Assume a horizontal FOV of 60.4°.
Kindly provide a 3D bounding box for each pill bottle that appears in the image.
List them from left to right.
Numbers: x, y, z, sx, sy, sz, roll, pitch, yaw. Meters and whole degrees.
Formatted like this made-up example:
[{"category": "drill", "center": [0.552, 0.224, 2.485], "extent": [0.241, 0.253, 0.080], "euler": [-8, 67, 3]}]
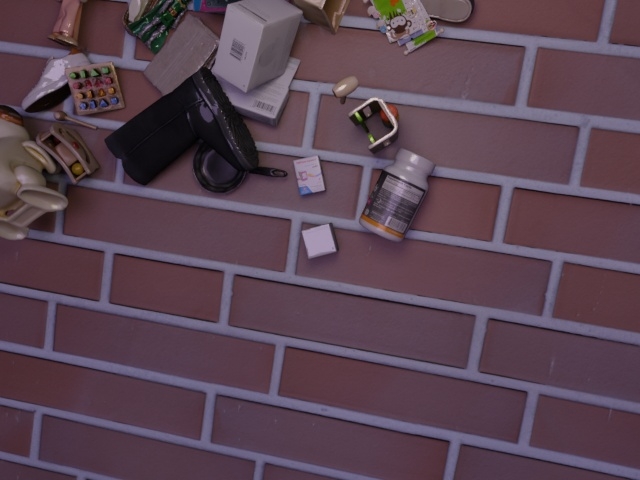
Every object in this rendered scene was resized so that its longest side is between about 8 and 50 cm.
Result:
[{"category": "pill bottle", "center": [0.251, -0.146, 1.777], "extent": [0.162, 0.162, 0.278], "euler": [26, 98, 5]}]

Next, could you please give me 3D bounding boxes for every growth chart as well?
[{"category": "growth chart", "center": [0.257, -0.710, 1.746], "extent": [0.172, 0.021, 0.237], "euler": [-30, 107, 36]}]

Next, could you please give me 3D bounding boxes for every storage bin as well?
[{"category": "storage bin", "center": [0.027, -0.816, 1.694], "extent": [0.123, 0.262, 0.260], "euler": [26, 99, 7]}]

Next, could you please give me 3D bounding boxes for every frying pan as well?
[{"category": "frying pan", "center": [-0.286, -0.276, 1.896], "extent": [0.327, 0.053, 0.197], "euler": [-14, 93, 10]}]

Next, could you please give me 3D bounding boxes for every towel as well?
[{"category": "towel", "center": [-0.468, -0.617, 1.876], "extent": [0.282, 0.049, 0.187], "euler": [-46, 71, 11]}]

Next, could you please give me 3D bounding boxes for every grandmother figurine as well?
[{"category": "grandmother figurine", "center": [-0.848, -0.848, 1.896], "extent": [0.208, 0.104, 0.342], "euler": [19, 93, 27]}]

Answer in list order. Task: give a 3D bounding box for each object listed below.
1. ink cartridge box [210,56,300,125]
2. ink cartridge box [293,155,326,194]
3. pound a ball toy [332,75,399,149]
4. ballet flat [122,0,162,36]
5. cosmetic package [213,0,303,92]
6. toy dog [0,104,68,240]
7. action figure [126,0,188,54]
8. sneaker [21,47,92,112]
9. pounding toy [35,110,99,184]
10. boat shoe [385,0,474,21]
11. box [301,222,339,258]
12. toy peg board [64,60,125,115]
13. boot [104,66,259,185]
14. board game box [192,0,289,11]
[{"category": "ink cartridge box", "center": [-0.233, -0.541, 1.863], "extent": [0.275, 0.060, 0.238], "euler": [20, 73, 6]}, {"category": "ink cartridge box", "center": [-0.036, -0.221, 1.866], "extent": [0.089, 0.052, 0.122], "euler": [-11, 93, 9]}, {"category": "pound a ball toy", "center": [0.158, -0.393, 1.686], "extent": [0.136, 0.319, 0.208], "euler": [-32, 90, 10]}, {"category": "ballet flat", "center": [-0.575, -0.838, 1.857], "extent": [0.108, 0.106, 0.315], "euler": [28, 99, 5]}, {"category": "cosmetic package", "center": [-0.193, -0.613, 1.695], "extent": [0.138, 0.225, 0.224], "euler": [35, 132, 11]}, {"category": "toy dog", "center": [-1.096, -0.259, 1.872], "extent": [0.285, 0.395, 0.407], "euler": [-37, 56, 23]}, {"category": "action figure", "center": [-0.524, -0.757, 1.862], "extent": [0.232, 0.137, 0.063], "euler": [-48, 55, -1]}, {"category": "sneaker", "center": [-0.946, -0.569, 1.947], "extent": [0.290, 0.106, 0.123], "euler": [-36, 87, -1]}, {"category": "pounding toy", "center": [-0.870, -0.348, 1.924], "extent": [0.155, 0.154, 0.269], "euler": [-33, 91, 10]}, {"category": "boat shoe", "center": [0.323, -0.772, 1.752], "extent": [0.336, 0.095, 0.112], "euler": [18, 133, 10]}, {"category": "box", "center": [0.000, 0.000, 1.864], "extent": [0.101, 0.087, 0.101], "euler": [-15, 93, 9]}, {"category": "toy peg board", "center": [-0.777, -0.521, 1.889], "extent": [0.161, 0.079, 0.160], "euler": [-13, 109, -10]}, {"category": "boot", "center": [-0.465, -0.303, 1.835], "extent": [0.445, 0.146, 0.366], "euler": [-28, 91, 21]}, {"category": "board game box", "center": [-0.252, -0.838, 1.715], "extent": [0.304, 0.097, 0.223], "euler": [-4, 127, -9]}]
